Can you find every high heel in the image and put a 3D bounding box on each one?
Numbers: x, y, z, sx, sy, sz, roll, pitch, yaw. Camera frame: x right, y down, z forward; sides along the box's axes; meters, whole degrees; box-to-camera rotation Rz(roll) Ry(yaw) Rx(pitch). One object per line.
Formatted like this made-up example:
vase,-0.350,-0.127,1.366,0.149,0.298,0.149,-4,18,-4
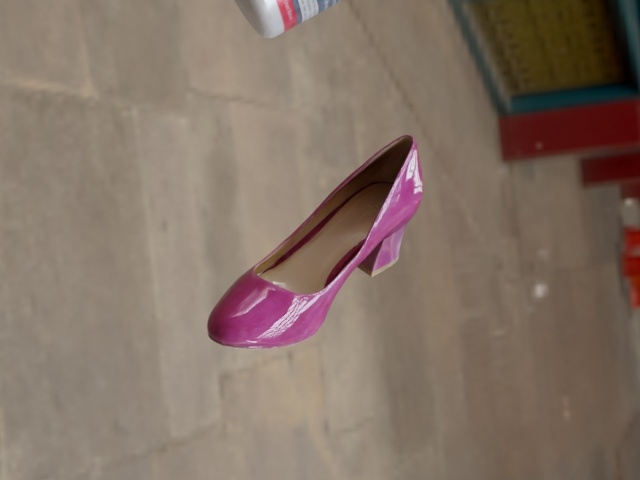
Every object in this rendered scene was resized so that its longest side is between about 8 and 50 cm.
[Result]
high heel,0.000,0.000,1.316,0.244,0.082,0.117,-25,136,-42

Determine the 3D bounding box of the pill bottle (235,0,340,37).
pill bottle,0.018,-0.216,1.051,0.108,0.180,0.108,61,-5,9
